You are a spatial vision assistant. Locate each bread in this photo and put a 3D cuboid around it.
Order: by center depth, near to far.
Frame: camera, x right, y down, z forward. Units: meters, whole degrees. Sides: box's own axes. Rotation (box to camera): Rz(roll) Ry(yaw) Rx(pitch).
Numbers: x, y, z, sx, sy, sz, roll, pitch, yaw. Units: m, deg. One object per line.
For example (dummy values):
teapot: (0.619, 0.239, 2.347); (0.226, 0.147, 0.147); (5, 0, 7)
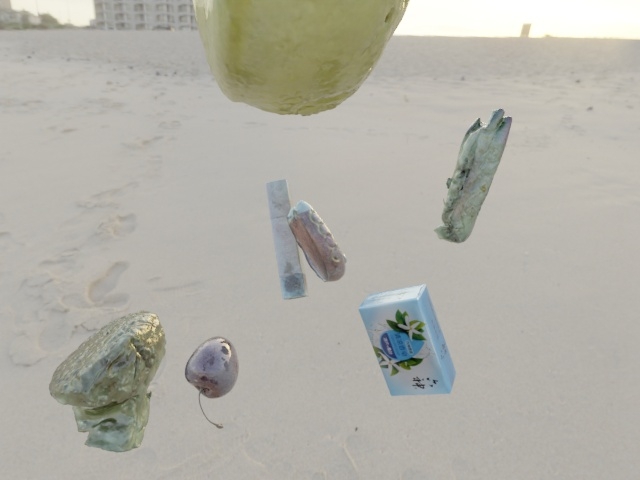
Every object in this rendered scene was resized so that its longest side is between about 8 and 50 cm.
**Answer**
bread: (-0.012, -0.292, 0.420); (0.237, 0.320, 0.320); (-1, 23, -8)

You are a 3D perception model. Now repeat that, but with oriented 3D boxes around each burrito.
burrito: (0.340, -0.139, 0.908); (0.096, 0.309, 0.066); (13, 14, -9)

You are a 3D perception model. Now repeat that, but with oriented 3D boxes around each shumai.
shumai: (-0.529, 0.386, 1.120); (0.292, 0.288, 0.330); (-19, 24, 33)

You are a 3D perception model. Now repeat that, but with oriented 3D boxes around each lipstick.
lipstick: (-0.105, -0.003, 1.273); (0.076, 0.371, 0.080); (-11, -12, 5)

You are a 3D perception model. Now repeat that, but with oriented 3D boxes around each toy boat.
toy boat: (0.000, 0.000, 1.063); (0.085, 0.227, 0.155); (-29, 2, -20)

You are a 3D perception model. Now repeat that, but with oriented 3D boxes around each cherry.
cherry: (-0.234, 0.308, 0.938); (0.115, 0.188, 0.148); (-26, 37, -3)

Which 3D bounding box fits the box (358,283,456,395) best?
box: (0.196, 0.226, 0.907); (0.142, 0.232, 0.083); (-15, 9, 30)
